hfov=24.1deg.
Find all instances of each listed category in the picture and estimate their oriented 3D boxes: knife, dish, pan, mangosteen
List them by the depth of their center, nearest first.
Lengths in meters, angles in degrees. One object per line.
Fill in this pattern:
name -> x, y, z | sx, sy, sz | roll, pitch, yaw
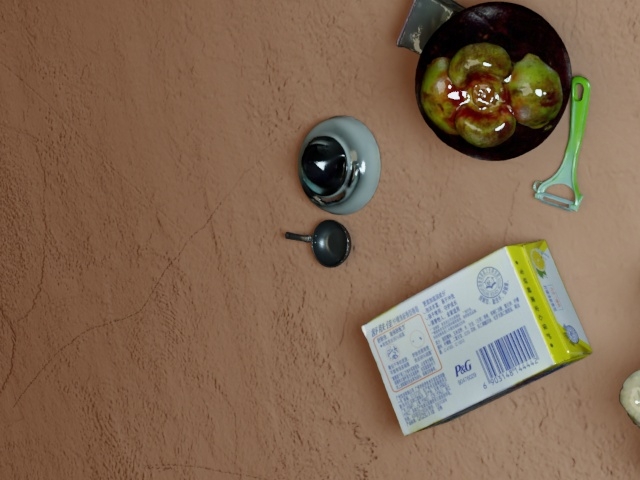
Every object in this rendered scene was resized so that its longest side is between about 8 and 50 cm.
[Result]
mangosteen -> 0.209, -0.192, 1.838 | 0.209, 0.210, 0.210 | 3, 94, 40
knife -> 0.310, -0.123, 1.871 | 0.078, 0.022, 0.166 | 20, 104, 41
dish -> 0.006, -0.104, 2.094 | 0.141, 0.078, 0.141 | 4, 96, 40
pan -> 0.000, 0.000, 2.139 | 0.115, 0.023, 0.068 | 13, 101, 36

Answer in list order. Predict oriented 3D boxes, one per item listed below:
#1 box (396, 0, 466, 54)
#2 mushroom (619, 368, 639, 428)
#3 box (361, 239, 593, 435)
box -> 0.150, -0.281, 1.977 | 0.063, 0.060, 0.085 | 34, 113, 25
mushroom -> 0.448, 0.163, 1.662 | 0.189, 0.195, 0.254 | 4, 98, 36
box -> 0.198, 0.126, 1.932 | 0.265, 0.097, 0.168 | -33, 72, 36
